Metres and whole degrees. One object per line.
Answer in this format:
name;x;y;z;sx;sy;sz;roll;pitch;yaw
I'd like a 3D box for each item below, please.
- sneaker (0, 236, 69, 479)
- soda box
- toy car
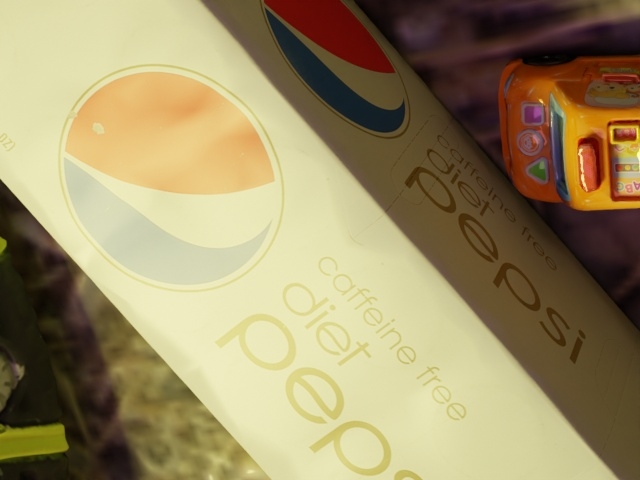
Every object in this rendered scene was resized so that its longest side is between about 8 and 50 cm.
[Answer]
sneaker;-0.200;-0.005;0.440;0.147;0.145;0.385;-14;106;45
soda box;0.000;0.000;0.391;0.074;0.069;0.216;-38;97;28
toy car;0.074;-0.056;0.356;0.060;0.040;0.122;17;117;11
